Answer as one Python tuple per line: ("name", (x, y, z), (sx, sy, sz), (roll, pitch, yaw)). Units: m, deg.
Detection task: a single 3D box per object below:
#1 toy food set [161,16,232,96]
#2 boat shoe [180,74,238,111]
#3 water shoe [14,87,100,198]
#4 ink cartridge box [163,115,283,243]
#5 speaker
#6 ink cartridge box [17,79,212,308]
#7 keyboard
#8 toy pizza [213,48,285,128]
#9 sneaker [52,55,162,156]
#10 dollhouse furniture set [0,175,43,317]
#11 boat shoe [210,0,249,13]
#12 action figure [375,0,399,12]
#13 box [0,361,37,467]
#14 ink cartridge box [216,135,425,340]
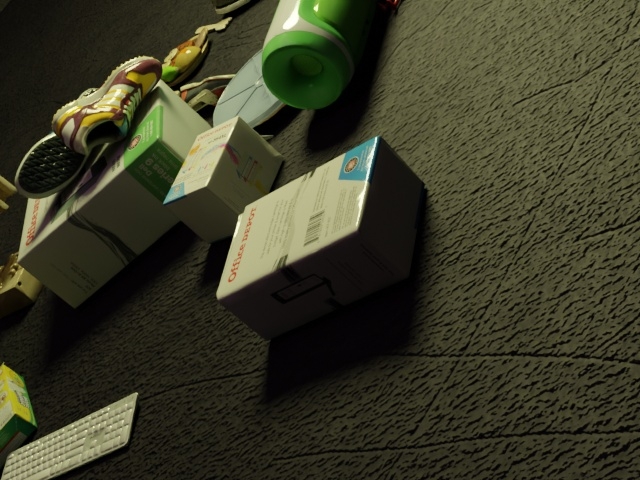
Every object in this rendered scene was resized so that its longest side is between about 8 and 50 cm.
("toy food set", (-0.245, -0.324, 2.020), (0.132, 0.038, 0.192), (0, 53, 54))
("boat shoe", (-0.172, -0.232, 1.801), (0.137, 0.049, 0.043), (-9, 89, 46))
("water shoe", (-0.369, -0.131, 1.675), (0.203, 0.073, 0.080), (-54, 6, -24))
("ink cartridge box", (-0.122, -0.085, 1.493), (0.092, 0.090, 0.143), (-19, 40, 42))
("speaker", (0.007, -0.315, 1.567), (0.131, 0.131, 0.296), (-24, 36, 37))
("ink cartridge box", (-0.298, -0.069, 1.681), (0.289, 0.121, 0.211), (-39, 29, 15))
("keyboard", (-0.313, 0.257, 1.405), (0.256, 0.014, 0.072), (-28, 34, 33))
("toy pizza", (-0.075, -0.223, 1.666), (0.201, 0.032, 0.201), (-33, 32, 23))
("sneaker", (-0.284, -0.185, 1.625), (0.185, 0.069, 0.084), (-40, 60, -17))
("dollhouse furniture set", (-0.576, 0.015, 1.832), (0.161, 0.242, 0.212), (-23, 36, 38))
("boat shoe", (-0.088, -0.508, 1.980), (0.305, 0.091, 0.109), (-33, 31, 25))
("action figure", (0.117, -0.368, 1.591), (0.038, 0.030, 0.115), (-4, 48, 59))
("box", (-0.450, 0.245, 1.580), (0.105, 0.043, 0.179), (-48, 30, 1))
("ink cartridge box", (0.000, 0.000, 1.221), (0.203, 0.086, 0.148), (-26, 34, 35))
